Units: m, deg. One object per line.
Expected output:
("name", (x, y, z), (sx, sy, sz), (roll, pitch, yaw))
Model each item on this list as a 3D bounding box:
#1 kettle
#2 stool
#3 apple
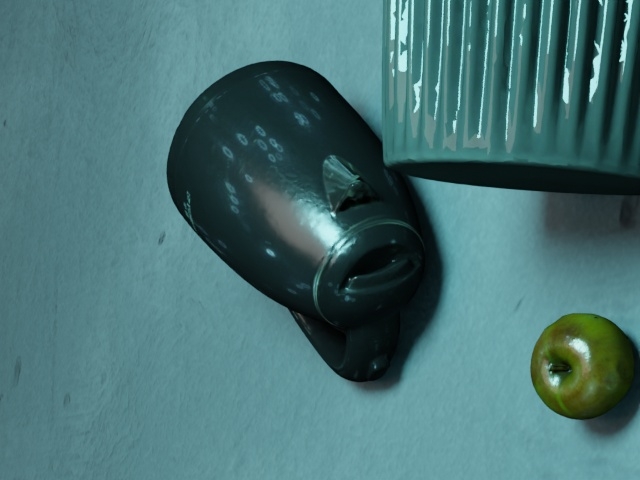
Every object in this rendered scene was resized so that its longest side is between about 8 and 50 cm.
("kettle", (0.000, 0.000, 1.782), (0.290, 0.207, 0.268), (47, 150, 44))
("stool", (0.185, -0.211, 1.423), (0.297, 0.297, 0.330), (0, 84, 59))
("apple", (0.218, 0.104, 1.466), (0.089, 0.074, 0.089), (-20, 65, 54))
